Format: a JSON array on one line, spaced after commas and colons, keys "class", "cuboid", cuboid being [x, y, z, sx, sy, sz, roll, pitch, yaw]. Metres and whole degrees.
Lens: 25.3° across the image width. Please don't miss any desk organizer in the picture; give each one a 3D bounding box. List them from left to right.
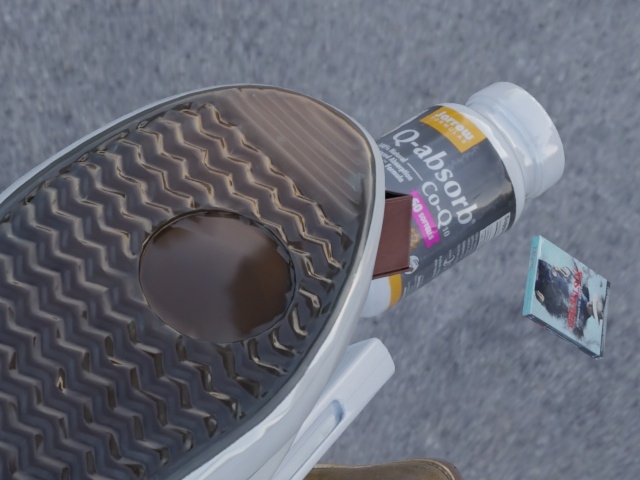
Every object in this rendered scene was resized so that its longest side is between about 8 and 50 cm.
[{"class": "desk organizer", "cuboid": [0.000, 0.000, 0.878, 0.130, 0.047, 0.050, -11, 108, -46]}]

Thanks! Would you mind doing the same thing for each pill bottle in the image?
[{"class": "pill bottle", "cuboid": [0.115, -0.050, 1.519, 0.278, 0.162, 0.162, -32, 74, -21]}]

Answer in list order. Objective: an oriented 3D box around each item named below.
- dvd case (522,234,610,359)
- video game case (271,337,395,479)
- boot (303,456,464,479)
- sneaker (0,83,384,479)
[{"class": "dvd case", "cuboid": [0.246, 0.057, 1.419, 0.119, 0.013, 0.087, 32, 58, -36]}, {"class": "video game case", "cuboid": [-0.078, 0.116, 0.622, 0.022, 0.190, 0.173, 59, 40, -10]}, {"class": "boot", "cuboid": [0.001, 0.301, 1.575, 0.305, 0.115, 0.112, -19, 80, 27]}, {"class": "sneaker", "cuboid": [-0.079, 0.078, 0.408, 0.106, 0.123, 0.290, 29, 62, 10]}]
